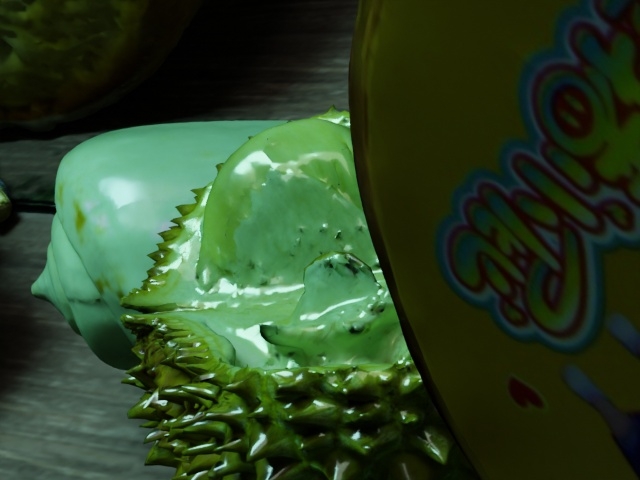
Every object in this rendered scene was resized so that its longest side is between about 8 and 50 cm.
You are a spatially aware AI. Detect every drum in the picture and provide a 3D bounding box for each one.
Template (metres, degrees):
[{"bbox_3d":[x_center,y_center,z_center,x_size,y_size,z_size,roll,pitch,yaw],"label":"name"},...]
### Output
[{"bbox_3d":[0.225,0.001,0.449,0.431,0.431,0.214,13,47,45],"label":"drum"}]

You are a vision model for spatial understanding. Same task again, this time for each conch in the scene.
[{"bbox_3d":[-0.010,-0.003,0.897,0.251,0.143,0.137,-17,57,-19],"label":"conch"}]

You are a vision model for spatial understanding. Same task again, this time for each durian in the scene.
[{"bbox_3d":[0.036,0.056,0.721,0.200,0.176,0.237,-45,31,-14],"label":"durian"}]

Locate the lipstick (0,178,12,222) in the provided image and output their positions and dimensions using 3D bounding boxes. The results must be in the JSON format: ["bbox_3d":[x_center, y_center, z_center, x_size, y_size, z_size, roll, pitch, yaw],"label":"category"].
[{"bbox_3d":[-0.210,-0.038,1.163,0.037,0.037,0.116,-32,38,-13],"label":"lipstick"}]

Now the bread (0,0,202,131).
[{"bbox_3d":[-0.217,-0.238,1.157,0.398,0.398,0.215,-4,50,30],"label":"bread"}]
